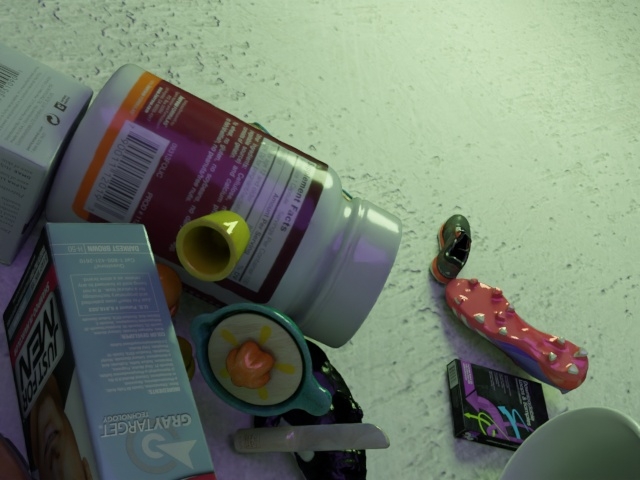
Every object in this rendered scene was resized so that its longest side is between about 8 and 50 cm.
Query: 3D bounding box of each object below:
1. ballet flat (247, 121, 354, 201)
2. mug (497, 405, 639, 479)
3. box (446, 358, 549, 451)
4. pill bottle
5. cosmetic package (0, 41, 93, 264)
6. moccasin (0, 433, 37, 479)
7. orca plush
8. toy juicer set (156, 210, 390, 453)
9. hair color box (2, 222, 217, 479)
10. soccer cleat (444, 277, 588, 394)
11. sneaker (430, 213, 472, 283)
[{"bbox_3d":[-0.041,-0.083,1.301,0.232,0.080,0.073,38,71,2],"label":"ballet flat"},{"bbox_3d":[0.402,0.378,1.089,0.328,0.276,0.374,33,16,-17],"label":"mug"},{"bbox_3d":[0.261,0.243,1.252,0.162,0.029,0.116,19,47,-23],"label":"box"},{"bbox_3d":[-0.112,-0.033,1.072,0.392,0.224,0.224,27,44,-9],"label":"pill bottle"},{"bbox_3d":[-0.377,-0.103,0.990,0.152,0.183,0.151,26,45,-12],"label":"cosmetic package"},{"bbox_3d":[-0.306,0.311,0.741,0.147,0.139,0.379,-4,67,-47],"label":"moccasin"},{"bbox_3d":[0.006,0.232,1.032,0.151,0.102,0.287,19,47,-21],"label":"orca plush"},{"bbox_3d":[-0.098,0.144,0.952,0.329,0.209,0.089,57,27,-8],"label":"toy juicer set"},{"bbox_3d":[-0.213,0.186,0.859,0.114,0.185,0.374,0,56,-35],"label":"hair color box"},{"bbox_3d":[0.292,0.149,1.327,0.248,0.095,0.083,32,56,16],"label":"soccer cleat"},{"bbox_3d":[0.227,0.005,1.401,0.061,0.065,0.158,31,44,-9],"label":"sneaker"}]
